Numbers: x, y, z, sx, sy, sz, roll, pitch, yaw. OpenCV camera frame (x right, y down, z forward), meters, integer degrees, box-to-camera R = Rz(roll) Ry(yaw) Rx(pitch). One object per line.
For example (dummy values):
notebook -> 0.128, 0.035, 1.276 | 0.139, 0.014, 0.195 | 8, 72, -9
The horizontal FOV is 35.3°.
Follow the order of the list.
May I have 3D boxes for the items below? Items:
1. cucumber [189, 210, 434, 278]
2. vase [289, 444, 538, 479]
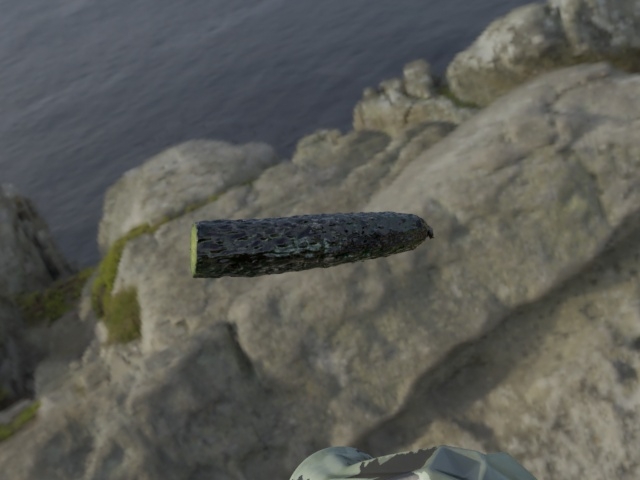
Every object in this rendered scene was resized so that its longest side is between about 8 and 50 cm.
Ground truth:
cucumber -> 0.000, 0.000, 1.102 | 0.293, 0.068, 0.067 | -5, 20, -21
vase -> 0.066, 0.239, 0.832 | 0.165, 0.165, 0.360 | -30, 2, -17
